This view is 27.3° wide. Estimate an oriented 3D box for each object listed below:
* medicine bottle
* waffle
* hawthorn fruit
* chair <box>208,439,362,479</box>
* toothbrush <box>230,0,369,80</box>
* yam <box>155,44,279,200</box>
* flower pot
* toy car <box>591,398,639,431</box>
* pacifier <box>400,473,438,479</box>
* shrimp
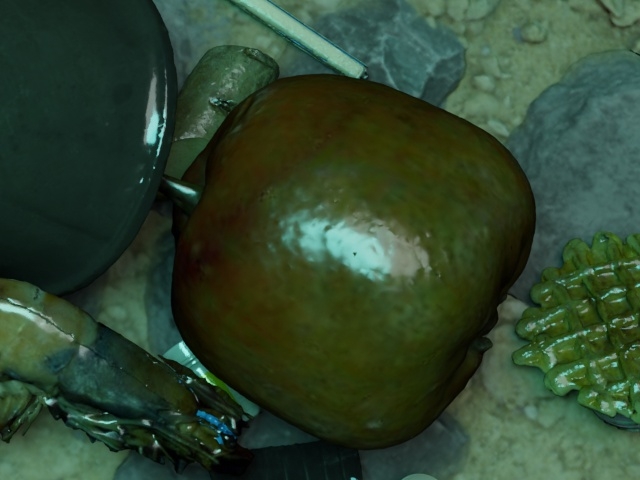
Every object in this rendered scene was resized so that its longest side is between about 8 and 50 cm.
[{"bbox_3d":[-0.088,0.116,1.054,0.047,0.047,0.083,-34,85,-16],"label":"medicine bottle"},{"bbox_3d":[0.257,0.070,1.088,0.184,0.036,0.169,17,63,31],"label":"waffle"},{"bbox_3d":[0.000,0.000,0.995,0.301,0.268,0.267,28,73,-3],"label":"hawthorn fruit"},{"bbox_3d":[-0.007,0.256,0.984,0.140,0.145,0.221,-5,76,-12],"label":"chair"},{"bbox_3d":[-0.081,-0.223,1.150,0.294,0.028,0.026,34,94,0],"label":"toothbrush"},{"bbox_3d":[-0.095,-0.098,1.096,0.070,0.070,0.146,32,72,-1],"label":"yam"},{"bbox_3d":[-0.250,-0.097,0.951,0.269,0.166,0.268,-7,77,34],"label":"flower pot"},{"bbox_3d":[0.281,0.104,1.114,0.069,0.055,0.142,20,64,37],"label":"toy car"},{"bbox_3d":[0.097,0.222,1.052,0.068,0.064,0.083,-24,81,-32],"label":"pacifier"},{"bbox_3d":[-0.200,0.152,0.985,0.290,0.054,0.222,23,105,-15],"label":"shrimp"}]
